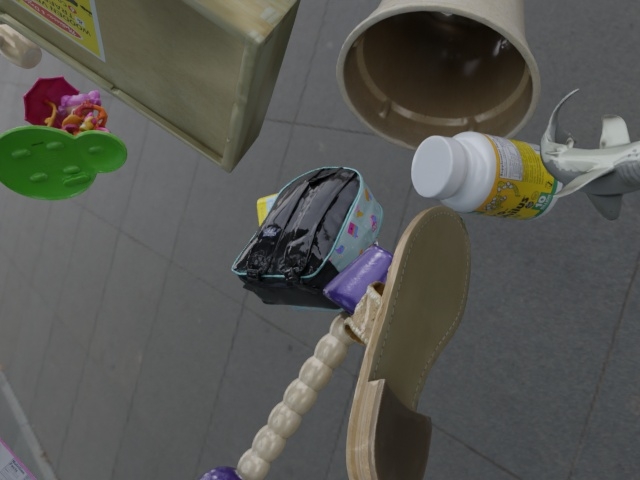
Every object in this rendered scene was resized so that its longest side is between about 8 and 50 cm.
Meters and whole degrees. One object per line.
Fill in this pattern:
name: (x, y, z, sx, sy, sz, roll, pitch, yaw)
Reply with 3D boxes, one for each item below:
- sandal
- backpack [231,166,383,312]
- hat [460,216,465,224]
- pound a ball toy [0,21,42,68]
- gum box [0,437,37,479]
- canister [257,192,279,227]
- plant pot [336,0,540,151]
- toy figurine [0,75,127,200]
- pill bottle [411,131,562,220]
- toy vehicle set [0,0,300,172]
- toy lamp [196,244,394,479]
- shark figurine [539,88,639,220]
sandal: (0.045, 0.071, 0.497, 0.079, 0.088, 0.240, -16, 40, 38)
backpack: (0.000, 0.000, 0.894, 0.166, 0.144, 0.188, -4, 56, 41)
hat: (0.183, 0.016, 1.427, 0.173, 0.183, 0.208, 119, 171, -66)
pound a ball toy: (-0.375, -0.256, 0.702, 0.135, 0.319, 0.208, 37, 117, 7)
gum box: (-0.450, 0.350, 0.946, 0.107, 0.188, 0.062, -5, 32, 36)
canister: (-0.030, -0.044, 1.299, 0.170, 0.073, 0.126, -14, 75, 20)
plant pot: (0.224, -0.371, 1.186, 0.334, 0.334, 0.305, -23, 42, 47)
toy figurine: (-0.342, -0.160, 0.907, 0.173, 0.130, 0.159, -13, 52, 4)
pill bottle: (0.241, -0.094, 0.985, 0.117, 0.208, 0.118, -13, 74, 58)
toy vehicle set: (-0.142, -0.150, 0.361, 0.035, 0.267, 0.166, -57, 4, -18)
toy lamp: (-0.009, 0.128, 0.625, 0.275, 0.080, 0.080, -54, 38, -4)
shark figurine: (0.334, -0.084, 0.840, 0.166, 0.116, 0.278, -36, 23, -1)
